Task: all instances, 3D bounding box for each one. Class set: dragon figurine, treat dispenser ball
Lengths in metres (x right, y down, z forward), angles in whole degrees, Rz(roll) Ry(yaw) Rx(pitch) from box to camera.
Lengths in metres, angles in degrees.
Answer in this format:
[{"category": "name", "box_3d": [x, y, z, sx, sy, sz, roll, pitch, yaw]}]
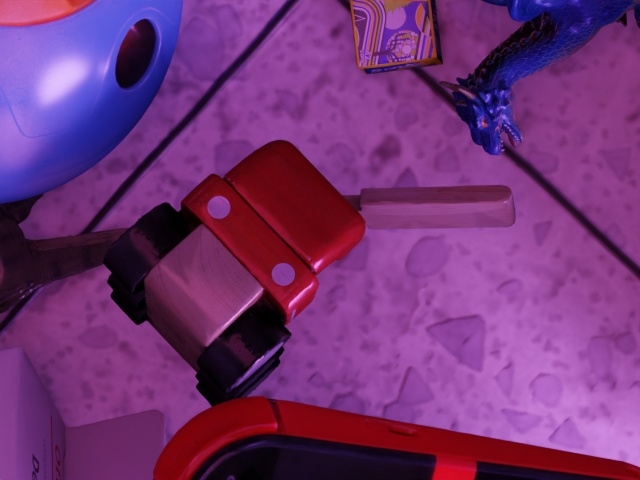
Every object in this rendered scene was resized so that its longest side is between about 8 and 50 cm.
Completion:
[{"category": "dragon figurine", "box_3d": [0.146, -0.194, 1.322, 0.144, 0.085, 0.289, -12, 117, -18]}, {"category": "treat dispenser ball", "box_3d": [-0.235, -0.165, 1.306, 0.288, 0.288, 0.288, 0, 89, 7]}]

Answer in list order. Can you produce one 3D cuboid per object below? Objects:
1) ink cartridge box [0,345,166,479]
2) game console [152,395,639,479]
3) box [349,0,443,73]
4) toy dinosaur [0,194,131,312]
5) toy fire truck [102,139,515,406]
[{"category": "ink cartridge box", "box_3d": [-0.285, 0.198, 1.347, 0.353, 0.119, 0.207, -11, 53, 6]}, {"category": "game console", "box_3d": [0.027, 0.306, 1.313, 0.342, 0.060, 0.387, 10, 102, -18]}, {"category": "box", "box_3d": [0.046, -0.205, 1.390, 0.059, 0.054, 0.169, -7, 88, 6]}, {"category": "toy dinosaur", "box_3d": [-0.232, 0.003, 1.411, 0.268, 0.064, 0.118, -22, 66, -14]}, {"category": "toy fire truck", "box_3d": [0.000, 0.000, 1.324, 0.246, 0.217, 0.158, -43, 85, -10]}]
